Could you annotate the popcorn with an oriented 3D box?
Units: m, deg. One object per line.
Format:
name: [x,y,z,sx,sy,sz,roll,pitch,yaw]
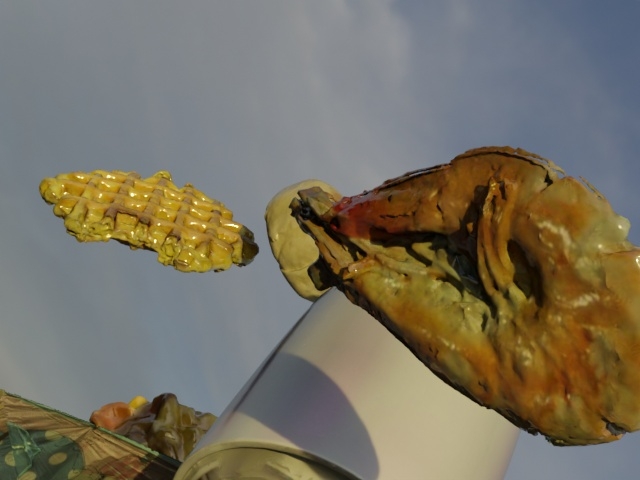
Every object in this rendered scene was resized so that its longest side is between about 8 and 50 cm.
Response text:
popcorn: [-0.243,0.387,2.141,0.332,0.265,0.225,54,20,-15]

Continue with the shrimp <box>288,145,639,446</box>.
shrimp: [0.074,0.013,0.734,0.294,0.062,0.154,21,-61,44]

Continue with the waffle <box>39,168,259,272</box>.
waffle: [-0.215,-0.028,1.688,0.291,0.291,0.051,39,-64,45]

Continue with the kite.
kite: [-0.281,0.248,1.254,0.011,0.335,0.314,-112,-162,-45]

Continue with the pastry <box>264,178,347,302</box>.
pastry: [0.000,0.000,1.594,0.156,0.092,0.156,52,26,-39]

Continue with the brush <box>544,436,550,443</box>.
brush: [0.378,0.217,1.673,0.070,0.196,0.021,-76,146,-50]

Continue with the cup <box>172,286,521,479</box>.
cup: [0.051,0.176,1.190,0.253,0.371,0.253,15,-50,20]
